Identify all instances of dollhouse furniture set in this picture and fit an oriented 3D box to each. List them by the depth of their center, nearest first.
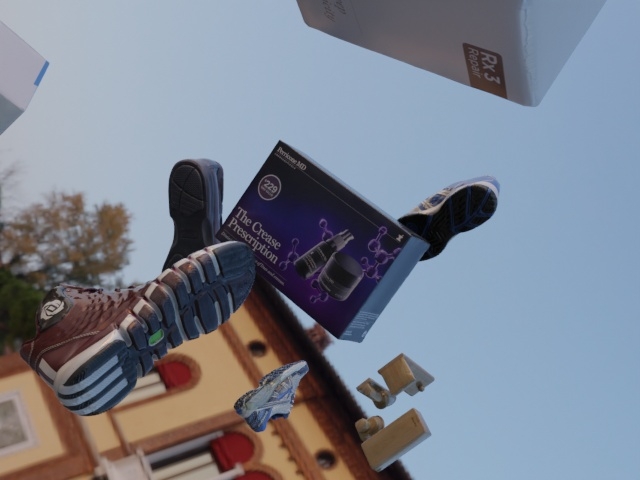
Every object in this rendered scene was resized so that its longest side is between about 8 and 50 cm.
[{"bbox_3d":[0.146,0.316,1.467,0.144,0.123,0.151,-38,-134,12],"label":"dollhouse furniture set"}]

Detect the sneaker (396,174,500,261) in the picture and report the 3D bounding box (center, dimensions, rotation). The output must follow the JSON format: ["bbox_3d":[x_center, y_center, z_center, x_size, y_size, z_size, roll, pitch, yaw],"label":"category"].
[{"bbox_3d":[0.185,-0.033,1.259,0.211,0.081,0.080,-26,-78,36],"label":"sneaker"}]

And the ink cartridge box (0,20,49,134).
[{"bbox_3d":[-0.540,-0.202,1.187,0.233,0.168,0.171,-37,-150,20],"label":"ink cartridge box"}]

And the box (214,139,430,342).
[{"bbox_3d":[0.000,0.000,1.241,0.261,0.103,0.184,37,-85,24],"label":"box"}]

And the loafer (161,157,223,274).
[{"bbox_3d":[-0.201,0.010,1.415,0.109,0.095,0.302,11,-76,25],"label":"loafer"}]

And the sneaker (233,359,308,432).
[{"bbox_3d":[-0.059,0.212,1.129,0.052,0.135,0.058,-24,-82,46],"label":"sneaker"}]

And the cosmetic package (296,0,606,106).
[{"bbox_3d":[0.126,-0.284,0.399,0.156,0.385,0.217,29,-18,27],"label":"cosmetic package"}]

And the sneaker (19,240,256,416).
[{"bbox_3d":[-0.216,0.064,0.944,0.162,0.281,0.106,23,-47,34],"label":"sneaker"}]
